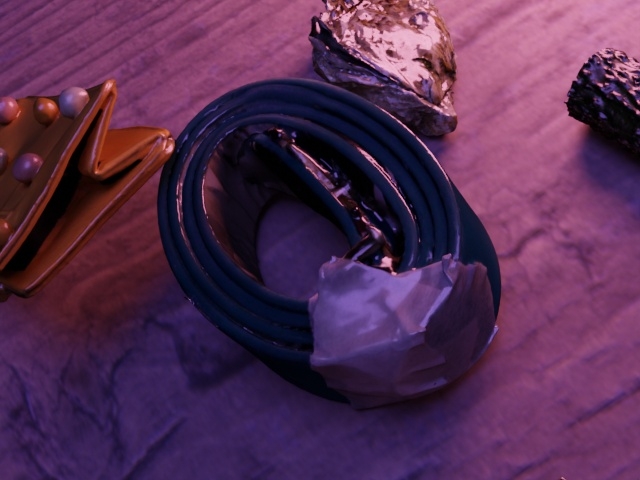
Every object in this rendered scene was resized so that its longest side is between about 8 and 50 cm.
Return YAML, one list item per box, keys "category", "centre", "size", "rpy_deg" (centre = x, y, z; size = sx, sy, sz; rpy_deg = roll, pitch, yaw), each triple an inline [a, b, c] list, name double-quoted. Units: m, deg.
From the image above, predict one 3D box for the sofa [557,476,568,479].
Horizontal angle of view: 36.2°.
- category: "sofa"
  centre: [0.214, 0.286, 0.915]
  size: [0.060, 0.039, 0.118]
  rpy_deg: [33, 74, 36]

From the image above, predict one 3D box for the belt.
- category: "belt"
  centre: [-0.001, 0.000, 1.110]
  size: [0.300, 0.173, 0.436]
  rpy_deg: [-48, 49, -2]

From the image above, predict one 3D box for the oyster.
- category: "oyster"
  centre: [0.082, -0.243, 1.292]
  size: [0.198, 0.112, 0.268]
  rpy_deg: [1, 48, -2]

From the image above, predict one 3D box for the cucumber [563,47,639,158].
- category: "cucumber"
  centre: [0.427, -0.091, 1.054]
  size: [0.096, 0.096, 0.359]
  rpy_deg: [-43, 56, -9]

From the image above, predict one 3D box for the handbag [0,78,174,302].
- category: "handbag"
  centre: [-0.374, -0.065, 1.244]
  size: [0.401, 0.133, 0.283]
  rpy_deg: [9, 63, 56]
